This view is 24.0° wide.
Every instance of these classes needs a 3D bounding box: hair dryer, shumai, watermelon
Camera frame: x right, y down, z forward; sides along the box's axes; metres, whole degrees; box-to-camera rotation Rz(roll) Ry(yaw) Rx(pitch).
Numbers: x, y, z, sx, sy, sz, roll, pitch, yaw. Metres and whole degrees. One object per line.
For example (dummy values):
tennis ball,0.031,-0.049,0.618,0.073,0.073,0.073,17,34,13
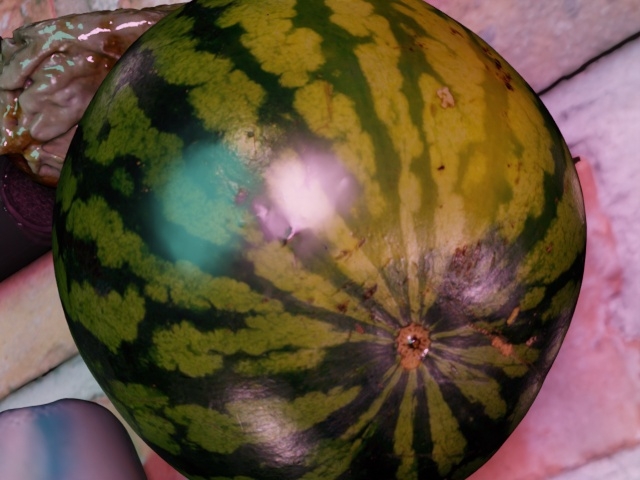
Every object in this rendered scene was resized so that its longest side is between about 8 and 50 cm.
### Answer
hair dryer,-0.291,-0.071,1.257,0.197,0.089,0.251,-28,54,36
shumai,-0.151,-0.096,1.092,0.184,0.184,0.142,2,104,45
watermelon,0.000,0.000,0.809,0.285,0.285,0.285,-15,68,41

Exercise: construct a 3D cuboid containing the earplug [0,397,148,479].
earplug,-0.120,0.269,0.930,0.324,0.185,0.185,45,110,37
